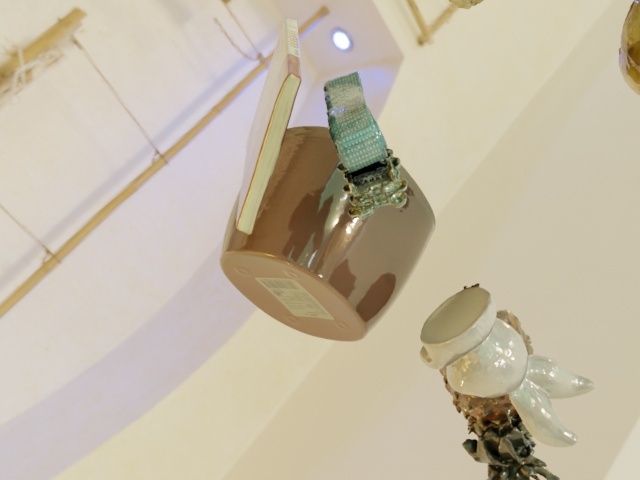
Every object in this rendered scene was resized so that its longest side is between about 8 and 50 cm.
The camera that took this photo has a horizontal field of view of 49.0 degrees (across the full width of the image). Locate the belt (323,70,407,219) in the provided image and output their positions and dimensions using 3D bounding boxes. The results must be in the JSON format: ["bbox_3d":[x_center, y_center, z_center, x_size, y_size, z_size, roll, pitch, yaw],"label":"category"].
[{"bbox_3d":[0.039,-0.112,0.730,0.065,0.100,0.179,-19,-147,9],"label":"belt"}]

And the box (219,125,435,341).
[{"bbox_3d":[0.000,0.000,1.052,0.300,0.301,0.216,-4,-131,46],"label":"box"}]

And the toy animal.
[{"bbox_3d":[0.221,0.161,0.866,0.130,0.221,0.104,-24,-153,49],"label":"toy animal"}]

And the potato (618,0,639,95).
[{"bbox_3d":[0.354,-0.186,0.651,0.200,0.164,0.081,-4,-158,-23],"label":"potato"}]

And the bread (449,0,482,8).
[{"bbox_3d":[0.260,-0.547,1.218,0.183,0.224,0.211,-9,176,36],"label":"bread"}]

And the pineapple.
[{"bbox_3d":[0.268,0.261,1.017,0.141,0.310,0.170,-17,171,8],"label":"pineapple"}]

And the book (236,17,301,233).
[{"bbox_3d":[-0.053,-0.129,0.733,0.232,0.022,0.162,-94,-157,-61],"label":"book"}]
